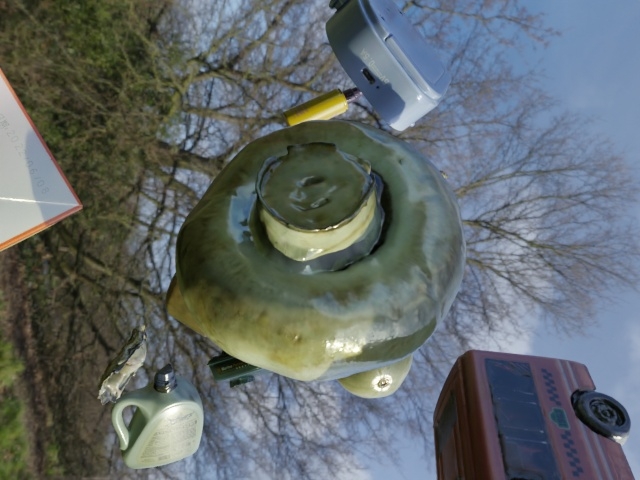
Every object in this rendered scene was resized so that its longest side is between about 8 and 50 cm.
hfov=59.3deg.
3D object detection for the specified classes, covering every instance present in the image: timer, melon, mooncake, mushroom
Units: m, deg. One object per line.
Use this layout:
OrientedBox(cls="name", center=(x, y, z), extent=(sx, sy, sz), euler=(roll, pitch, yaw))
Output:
OrientedBox(cls="timer", center=(0.157, -0.476, 1.450), extent=(0.173, 0.395, 0.394), euler=(-35, -135, 31))
OrientedBox(cls="melon", center=(0.132, 0.301, 1.598), extent=(0.308, 0.272, 0.271), euler=(-71, -174, -49))
OrientedBox(cls="mooncake", center=(-0.297, 0.104, 1.527), extent=(0.284, 0.156, 0.284), euler=(-62, 175, -10))
OrientedBox(cls="mushroom", center=(0.000, 0.000, 0.686), extent=(0.260, 0.353, 0.352), euler=(91, -6, -56))

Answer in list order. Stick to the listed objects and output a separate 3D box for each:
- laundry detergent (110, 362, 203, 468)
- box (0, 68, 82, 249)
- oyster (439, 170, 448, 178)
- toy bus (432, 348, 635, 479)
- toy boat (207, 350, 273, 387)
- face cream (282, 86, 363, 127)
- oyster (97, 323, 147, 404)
OrientedBox(cls="laundry detergent", center=(-0.396, 0.421, 1.375), extent=(0.105, 0.215, 0.280), euler=(-125, -146, -50))
OrientedBox(cls="box", center=(-0.748, -0.128, 1.147), extent=(0.257, 0.319, 0.348), euler=(-12, -69, 47))
OrientedBox(cls="oyster", center=(0.160, -0.093, 1.228), extent=(0.198, 0.260, 0.092), euler=(-119, -157, -62))
OrientedBox(cls="toy bus", center=(0.258, 0.339, 0.670), extent=(0.426, 0.233, 0.203), euler=(-78, 179, -56))
OrientedBox(cls="toy boat", center=(-0.106, 0.200, 1.029), extent=(0.246, 0.093, 0.103), euler=(-25, -102, 38))
OrientedBox(cls="face cream", center=(0.020, -0.417, 1.746), extent=(0.078, 0.274, 0.078), euler=(155, -90, -86))
OrientedBox(cls="oyster", center=(-0.369, 0.235, 1.061), extent=(0.165, 0.053, 0.108), euler=(-56, 158, -48))
